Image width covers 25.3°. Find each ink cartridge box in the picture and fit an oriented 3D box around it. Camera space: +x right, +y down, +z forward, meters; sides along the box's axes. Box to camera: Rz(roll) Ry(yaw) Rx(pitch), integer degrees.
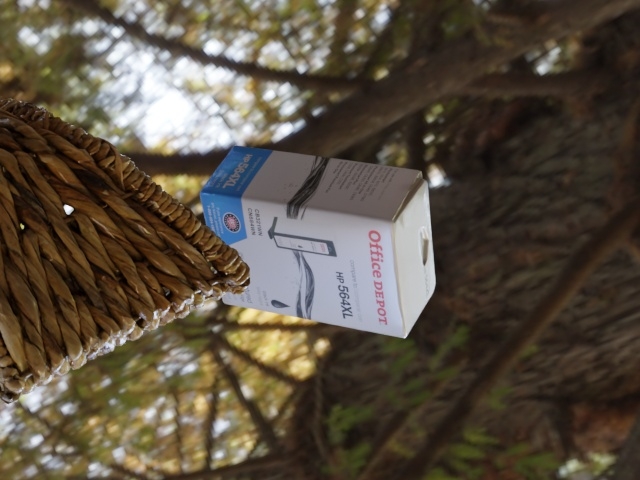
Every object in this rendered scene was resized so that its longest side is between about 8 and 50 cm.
[{"bbox_3d":[0.000,0.000,1.392,0.086,0.203,0.148,-56,-34,-44],"label":"ink cartridge box"}]

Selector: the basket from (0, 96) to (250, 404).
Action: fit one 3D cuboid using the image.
[{"bbox_3d":[-0.241,-0.014,1.085,0.223,0.299,0.214,-26,-79,-36],"label":"basket"}]
